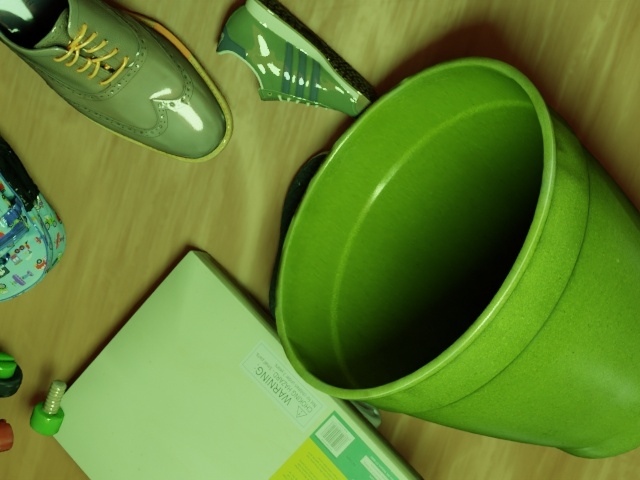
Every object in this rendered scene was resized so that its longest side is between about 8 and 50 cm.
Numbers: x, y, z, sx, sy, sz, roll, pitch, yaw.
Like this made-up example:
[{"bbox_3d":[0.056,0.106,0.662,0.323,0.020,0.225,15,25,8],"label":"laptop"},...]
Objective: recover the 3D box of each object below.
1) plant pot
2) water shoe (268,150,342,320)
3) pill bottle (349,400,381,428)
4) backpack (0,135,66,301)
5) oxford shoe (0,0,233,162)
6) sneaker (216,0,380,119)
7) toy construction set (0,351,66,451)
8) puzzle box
[{"bbox_3d":[0.206,0.055,1.697,0.353,0.366,0.366,30,105,-34],"label":"plant pot"},{"bbox_3d":[0.000,0.000,1.823,0.080,0.073,0.203,9,101,-44],"label":"water shoe"},{"bbox_3d":[-0.034,0.228,1.864,0.193,0.108,0.108,-42,105,11],"label":"pill bottle"},{"bbox_3d":[-0.363,-0.004,1.766,0.158,0.117,0.173,-28,116,9],"label":"backpack"},{"bbox_3d":[-0.246,-0.192,1.704,0.363,0.133,0.130,35,102,-13],"label":"oxford shoe"},{"bbox_3d":[-0.028,-0.177,1.761,0.192,0.064,0.086,40,109,-14],"label":"sneaker"},{"bbox_3d":[-0.474,0.244,1.758,0.257,0.309,0.237,29,115,11],"label":"toy construction set"},{"bbox_3d":[-0.086,0.247,1.794,0.409,0.052,0.272,46,102,16],"label":"puzzle box"}]
